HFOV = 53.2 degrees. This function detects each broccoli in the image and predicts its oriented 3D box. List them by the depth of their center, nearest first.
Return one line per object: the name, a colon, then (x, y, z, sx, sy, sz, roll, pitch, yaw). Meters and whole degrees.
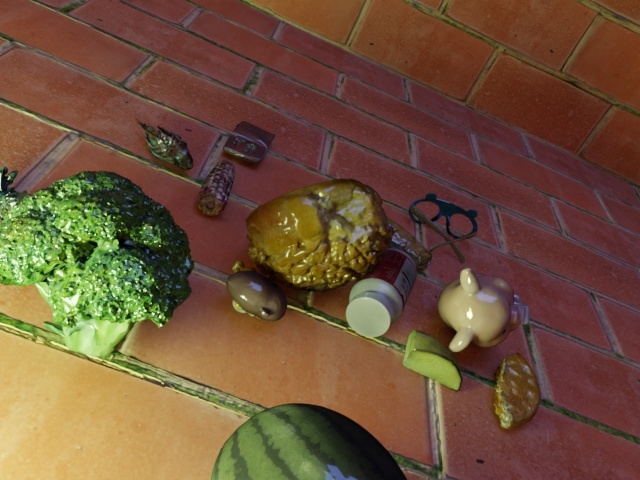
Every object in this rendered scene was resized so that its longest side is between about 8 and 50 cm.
broccoli: (-0.392, 0.031, 1.121, 0.413, 0.310, 0.321, 8, 41, 22)

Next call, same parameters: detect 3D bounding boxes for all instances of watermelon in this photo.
watermelon: (-0.001, 0.400, 0.906, 0.279, 0.279, 0.359, -14, 47, -47)

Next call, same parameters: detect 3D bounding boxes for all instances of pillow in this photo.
pillow: (-0.217, -0.299, 1.948, 0.126, 0.043, 0.232, 24, 31, -6)

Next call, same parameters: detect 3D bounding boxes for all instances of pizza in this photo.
pizza: (0.463, 0.359, 1.520, 0.127, 0.058, 0.246, 25, 34, -6)

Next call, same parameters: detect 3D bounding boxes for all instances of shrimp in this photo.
shrimp: (-0.424, -0.261, 1.713, 0.233, 0.079, 0.090, 38, 71, 20)

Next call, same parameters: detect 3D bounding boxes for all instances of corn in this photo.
corn: (-0.265, -0.145, 1.672, 0.079, 0.079, 0.237, 23, 29, -8)

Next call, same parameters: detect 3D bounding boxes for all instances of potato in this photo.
potato: (0.276, 0.261, 1.497, 0.149, 0.081, 0.120, 26, 34, -3)

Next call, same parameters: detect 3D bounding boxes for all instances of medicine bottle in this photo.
medicine bottle: (0.149, 0.122, 1.548, 0.131, 0.131, 0.250, 31, 32, 4)

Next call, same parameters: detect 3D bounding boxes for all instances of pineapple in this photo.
pineapple: (-0.593, -0.063, 1.287, 0.221, 0.103, 0.083, 32, -1, 8)

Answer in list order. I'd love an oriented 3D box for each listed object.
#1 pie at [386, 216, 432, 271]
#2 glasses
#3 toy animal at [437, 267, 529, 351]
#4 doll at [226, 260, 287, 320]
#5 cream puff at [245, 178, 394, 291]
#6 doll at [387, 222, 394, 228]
pie: (0.199, -0.018, 1.846, 0.282, 0.068, 0.128, 37, 35, 19)
glasses: (0.379, -0.020, 1.994, 0.239, 0.102, 0.207, 23, 60, -10)
toy animal: (0.400, 0.176, 1.578, 0.213, 0.195, 0.256, 7, -3, -2)
doll: (-0.139, 0.115, 1.393, 0.145, 0.096, 0.188, 39, 5, -9)
cream puff: (0.000, 0.000, 1.460, 0.343, 0.327, 0.231, 0, 76, -70)
doll: (0.101, -0.033, 1.761, 0.192, 0.095, 0.149, 35, 51, 10)
